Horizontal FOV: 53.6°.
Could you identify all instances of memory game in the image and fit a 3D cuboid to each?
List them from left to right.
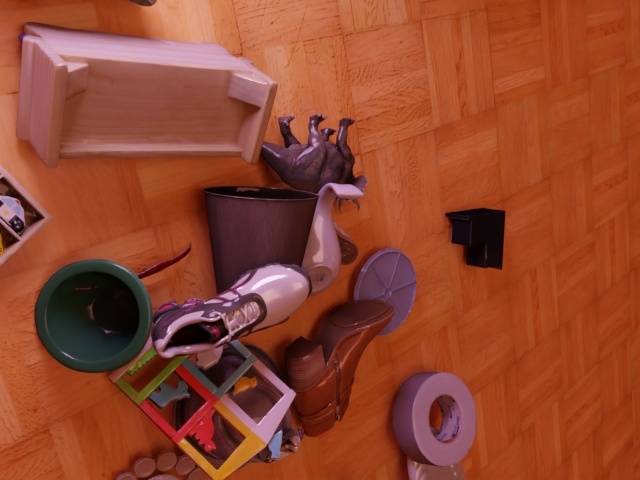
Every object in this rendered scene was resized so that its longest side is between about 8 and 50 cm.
[{"bbox_3d":[-0.286,0.453,1.109,0.186,0.012,0.186,-10,109,-29],"label":"memory game"}]

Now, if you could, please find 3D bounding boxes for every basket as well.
[{"bbox_3d":[-0.109,0.026,1.125,0.204,0.154,0.227,0,103,-19],"label":"basket"}]

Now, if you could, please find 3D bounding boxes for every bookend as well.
[{"bbox_3d":[0.392,0.003,1.608,0.156,0.072,0.157,-10,104,-39],"label":"bookend"}]

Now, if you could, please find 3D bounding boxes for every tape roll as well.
[{"bbox_3d":[0.280,0.432,1.540,0.219,0.072,0.219,9,74,-33],"label":"tape roll"}]

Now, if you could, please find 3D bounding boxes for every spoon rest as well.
[{"bbox_3d":[0.000,0.000,1.215,0.137,0.084,0.276,4,128,-28],"label":"spoon rest"}]

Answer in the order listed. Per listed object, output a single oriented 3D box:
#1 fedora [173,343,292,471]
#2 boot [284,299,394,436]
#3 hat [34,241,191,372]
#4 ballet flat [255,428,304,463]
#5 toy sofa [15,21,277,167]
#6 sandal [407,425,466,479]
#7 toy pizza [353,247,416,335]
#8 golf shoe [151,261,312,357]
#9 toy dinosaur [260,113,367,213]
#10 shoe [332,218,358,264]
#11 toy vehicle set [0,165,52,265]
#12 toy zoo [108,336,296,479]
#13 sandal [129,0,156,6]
[{"bbox_3d":[-0.135,0.325,1.166,0.244,0.124,0.275,-44,123,-26],"label":"fedora"},{"bbox_3d":[0.053,0.266,1.327,0.283,0.109,0.220,-32,125,-35],"label":"boot"},{"bbox_3d":[-0.322,0.107,1.033,0.208,0.183,0.173,-9,92,4],"label":"hat"},{"bbox_3d":[-0.063,0.370,1.132,0.114,0.041,0.041,-9,103,-45],"label":"ballet flat"},{"bbox_3d":[-0.264,-0.215,0.971,0.362,0.177,0.150,-8,127,-40],"label":"toy sofa"},{"bbox_3d":[0.307,0.667,1.621,0.169,0.102,0.416,-33,102,-37],"label":"sandal"},{"bbox_3d":[0.143,0.116,1.437,0.201,0.032,0.201,-9,104,-39],"label":"toy pizza"},{"bbox_3d":[-0.136,0.124,1.013,0.272,0.120,0.105,-22,106,-4],"label":"golf shoe"},{"bbox_3d":[-0.009,-0.151,1.203,0.313,0.121,0.160,6,80,-46],"label":"toy dinosaur"},{"bbox_3d":[-0.010,-0.025,1.270,0.076,0.058,0.219,-45,123,5],"label":"shoe"},{"bbox_3d":[-0.512,-0.068,0.830,0.166,0.035,0.267,-51,126,-23],"label":"toy vehicle set"},{"bbox_3d":[-0.178,0.260,1.057,0.293,0.030,0.192,42,64,8],"label":"toy zoo"},{"bbox_3d":[-0.363,-0.365,0.864,0.302,0.120,0.086,8,105,-42],"label":"sandal"}]
